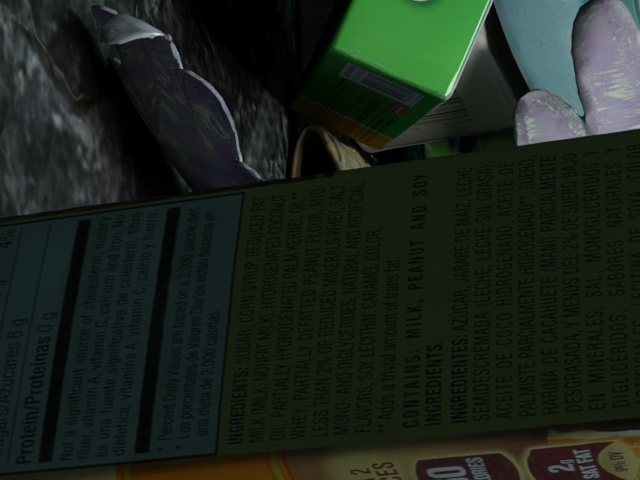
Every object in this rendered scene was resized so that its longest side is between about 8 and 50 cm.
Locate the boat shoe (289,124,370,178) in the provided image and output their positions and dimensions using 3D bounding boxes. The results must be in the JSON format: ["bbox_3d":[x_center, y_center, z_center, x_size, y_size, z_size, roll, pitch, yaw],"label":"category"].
[{"bbox_3d":[0.000,0.000,1.023,0.072,0.068,0.190,54,15,-30],"label":"boat shoe"}]

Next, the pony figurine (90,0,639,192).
[{"bbox_3d":[0.043,0.071,0.816,0.363,0.302,0.351,-66,150,-23],"label":"pony figurine"}]

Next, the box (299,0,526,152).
[{"bbox_3d":[0.059,-0.234,1.229,0.148,0.121,0.311,45,39,-62],"label":"box"}]

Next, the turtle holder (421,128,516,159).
[{"bbox_3d":[0.201,0.043,1.297,0.243,0.227,0.320,81,1,-57],"label":"turtle holder"}]

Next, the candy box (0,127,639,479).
[{"bbox_3d":[0.000,0.067,0.496,0.183,0.316,0.088,61,27,-51],"label":"candy box"}]

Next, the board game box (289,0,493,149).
[{"bbox_3d":[0.083,-0.216,0.987,0.242,0.064,0.317,151,-37,-83],"label":"board game box"}]

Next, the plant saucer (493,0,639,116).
[{"bbox_3d":[0.229,-0.123,1.203,0.317,0.043,0.318,32,42,-34],"label":"plant saucer"}]
